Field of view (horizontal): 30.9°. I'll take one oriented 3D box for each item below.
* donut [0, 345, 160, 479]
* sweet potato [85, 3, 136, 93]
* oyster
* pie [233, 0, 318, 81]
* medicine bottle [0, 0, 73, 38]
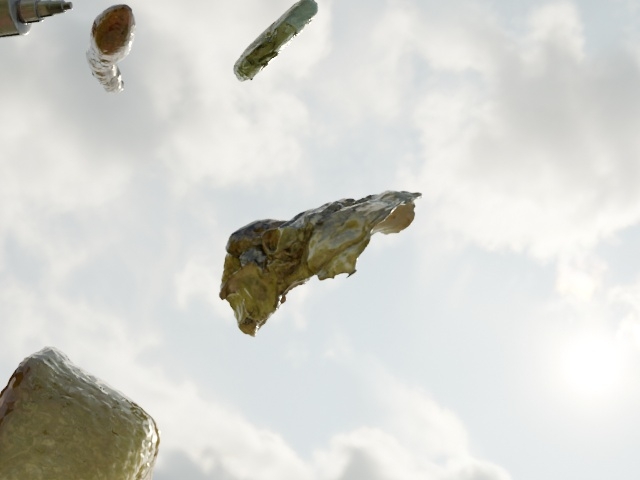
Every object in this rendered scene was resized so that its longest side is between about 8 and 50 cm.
[{"bbox_3d":[-0.193,0.222,0.735,0.110,0.303,0.303,23,-43,1],"label":"donut"},{"bbox_3d":[-0.237,-0.209,1.302,0.050,0.050,0.214,37,-20,-3],"label":"sweet potato"},{"bbox_3d":[-0.012,0.006,1.171,0.232,0.161,0.107,-33,-97,27],"label":"oyster"},{"bbox_3d":[-0.033,-0.152,0.872,0.020,0.084,0.084,45,-43,-13],"label":"pie"},{"bbox_3d":[-0.382,-0.265,1.358,0.199,0.058,0.058,-4,-53,15],"label":"medicine bottle"}]
